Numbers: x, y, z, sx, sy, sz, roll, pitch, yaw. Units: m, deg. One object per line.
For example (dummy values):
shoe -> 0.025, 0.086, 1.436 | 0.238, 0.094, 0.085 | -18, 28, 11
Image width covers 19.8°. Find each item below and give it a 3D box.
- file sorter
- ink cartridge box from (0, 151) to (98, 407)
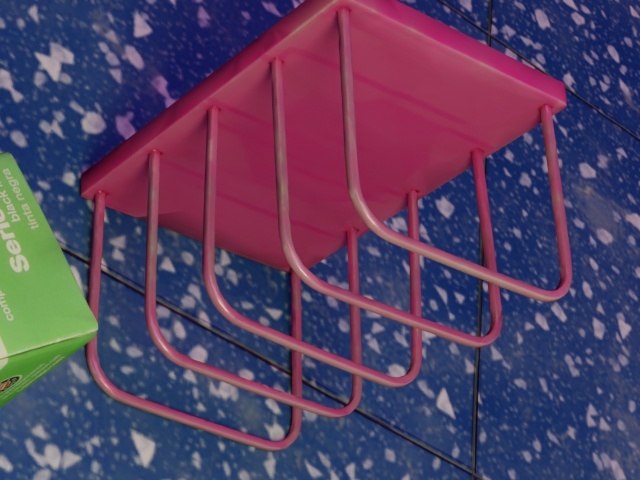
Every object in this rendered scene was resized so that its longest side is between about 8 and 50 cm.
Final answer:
file sorter -> 0.000, 0.000, 1.230 | 0.202, 0.290, 0.182 | 21, 52, -35
ink cartridge box -> -0.295, 0.069, 0.937 | 0.289, 0.211, 0.121 | -15, 75, -50
